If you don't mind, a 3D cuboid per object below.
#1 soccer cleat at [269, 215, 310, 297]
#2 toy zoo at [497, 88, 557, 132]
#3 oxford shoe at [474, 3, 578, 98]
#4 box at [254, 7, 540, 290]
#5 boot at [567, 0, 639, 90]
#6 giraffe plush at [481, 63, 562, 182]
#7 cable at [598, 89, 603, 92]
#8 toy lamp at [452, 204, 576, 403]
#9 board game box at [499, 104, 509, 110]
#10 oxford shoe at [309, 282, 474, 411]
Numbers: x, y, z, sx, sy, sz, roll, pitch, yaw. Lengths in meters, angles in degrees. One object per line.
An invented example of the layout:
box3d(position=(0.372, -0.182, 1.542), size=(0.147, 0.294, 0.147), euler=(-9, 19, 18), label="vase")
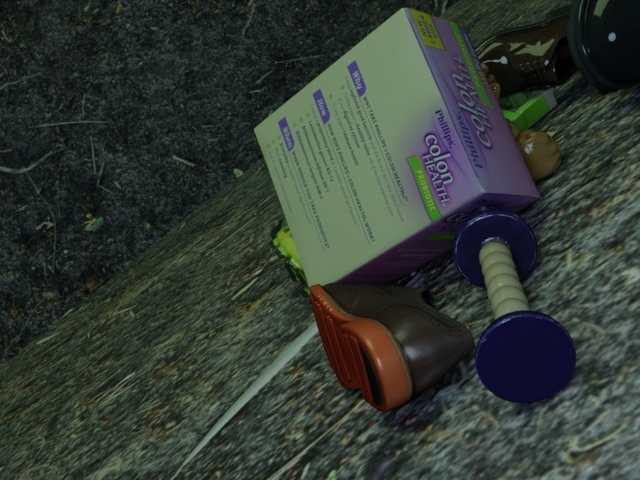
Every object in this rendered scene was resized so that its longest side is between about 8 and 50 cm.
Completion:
box3d(position=(-0.001, -0.001, 1.267), size=(0.121, 0.093, 0.289), euler=(-31, 14, 1), label="soccer cleat")
box3d(position=(0.162, -0.125, 1.283), size=(0.293, 0.030, 0.192), euler=(-40, 29, -9), label="toy zoo")
box3d(position=(0.272, -0.233, 1.219), size=(0.227, 0.083, 0.096), euler=(-28, 37, 13), label="oxford shoe")
box3d(position=(0.074, -0.086, 0.998), size=(0.117, 0.214, 0.243), euler=(0, -27, -48), label="box")
box3d(position=(0.486, -0.326, 0.904), size=(0.367, 0.146, 0.445), euler=(-47, 13, -14), label="boot")
box3d(position=(0.174, -0.135, 1.079), size=(0.181, 0.170, 0.210), euler=(-22, 20, 50), label="giraffe plush")
box3d(position=(0.423, -0.298, 1.200), size=(0.287, 0.072, 0.139), euler=(-41, 8, -14), label="cable")
box3d(position=(0.154, 0.036, 0.768), size=(0.080, 0.080, 0.275), euler=(-34, 16, 15), label="toy lamp")
box3d(position=(0.262, -0.255, 1.533), size=(0.213, 0.046, 0.317), euler=(-40, 14, -6), label="board game box")
box3d(position=(0.058, 0.086, 0.863), size=(0.098, 0.097, 0.271), euler=(-20, 14, -11), label="oxford shoe")
